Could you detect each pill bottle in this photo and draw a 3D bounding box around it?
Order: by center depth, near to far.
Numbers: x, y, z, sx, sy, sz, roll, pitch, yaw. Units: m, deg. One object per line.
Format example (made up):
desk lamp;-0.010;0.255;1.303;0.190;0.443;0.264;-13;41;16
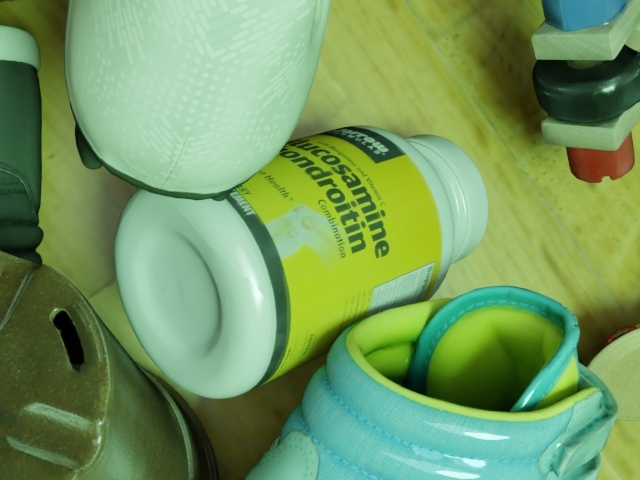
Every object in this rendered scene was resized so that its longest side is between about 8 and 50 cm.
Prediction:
pill bottle;0.000;0.000;0.477;0.184;0.103;0.103;-21;94;-43

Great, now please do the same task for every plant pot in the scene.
plant pot;-0.134;0.095;0.421;0.167;0.165;0.167;0;60;0

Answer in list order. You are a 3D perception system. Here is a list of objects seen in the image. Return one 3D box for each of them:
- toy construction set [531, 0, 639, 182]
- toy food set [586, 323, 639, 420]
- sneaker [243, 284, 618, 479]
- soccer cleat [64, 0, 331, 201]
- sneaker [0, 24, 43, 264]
toy construction set;0.214;-0.176;0.510;0.309;0.257;0.237;41;39;-23
toy food set;0.190;0.075;0.559;0.082;0.020;0.083;-7;130;-3
sneaker;0.103;0.138;0.461;0.319;0.127;0.208;22;101;-35
soccer cleat;-0.036;-0.169;0.415;0.116;0.143;0.331;12;50;-20
sneaker;-0.270;-0.007;0.457;0.295;0.104;0.147;-12;87;-14
